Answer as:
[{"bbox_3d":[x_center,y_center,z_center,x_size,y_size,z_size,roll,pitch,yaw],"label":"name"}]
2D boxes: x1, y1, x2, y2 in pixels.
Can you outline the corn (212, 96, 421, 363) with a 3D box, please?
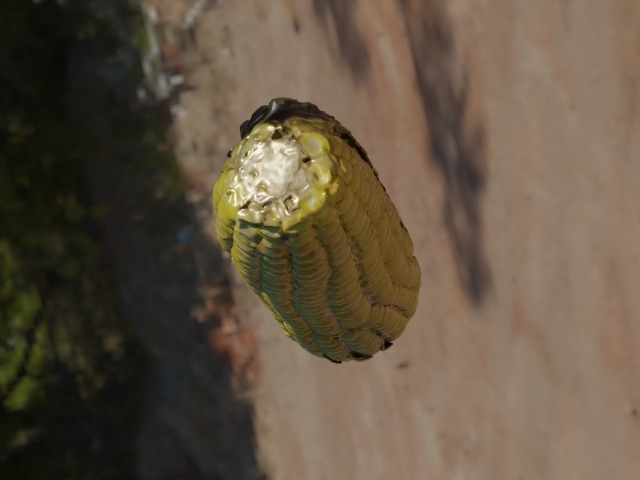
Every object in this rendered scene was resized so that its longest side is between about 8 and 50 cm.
[{"bbox_3d":[0.000,0.000,0.732,0.203,0.072,0.072,58,-165,-73],"label":"corn"}]
